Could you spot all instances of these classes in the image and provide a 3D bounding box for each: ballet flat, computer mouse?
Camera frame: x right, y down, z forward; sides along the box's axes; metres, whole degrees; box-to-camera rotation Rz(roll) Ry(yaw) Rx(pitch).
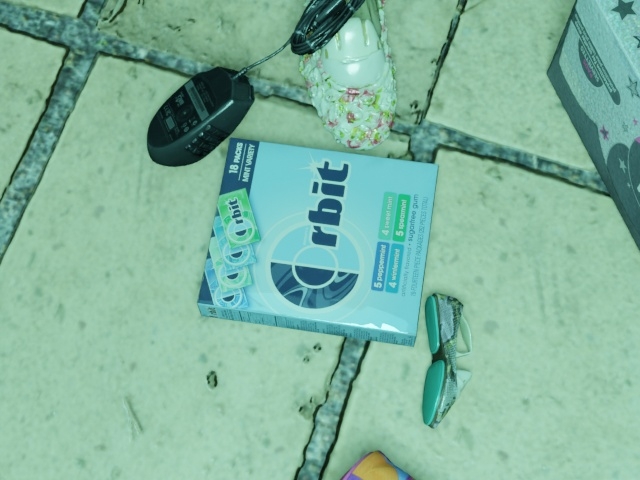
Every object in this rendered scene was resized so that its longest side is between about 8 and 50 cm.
[{"bbox_3d":[0.107,0.099,0.966,0.041,0.041,0.114,2,70,2],"label":"ballet flat"},{"bbox_3d":[-0.053,-0.144,1.025,0.242,0.041,0.071,-36,43,11],"label":"computer mouse"},{"bbox_3d":[0.021,-0.201,1.060,0.091,0.077,0.241,-7,70,-3],"label":"ballet flat"}]

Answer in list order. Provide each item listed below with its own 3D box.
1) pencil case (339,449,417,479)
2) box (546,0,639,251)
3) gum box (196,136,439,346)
[{"bbox_3d":[0.100,0.260,0.873,0.236,0.104,0.104,37,74,15],"label":"pencil case"},{"bbox_3d":[0.312,-0.100,0.970,0.142,0.163,0.247,-21,70,-9],"label":"box"},{"bbox_3d":[0.000,0.000,1.002,0.184,0.041,0.157,8,69,3],"label":"gum box"}]
